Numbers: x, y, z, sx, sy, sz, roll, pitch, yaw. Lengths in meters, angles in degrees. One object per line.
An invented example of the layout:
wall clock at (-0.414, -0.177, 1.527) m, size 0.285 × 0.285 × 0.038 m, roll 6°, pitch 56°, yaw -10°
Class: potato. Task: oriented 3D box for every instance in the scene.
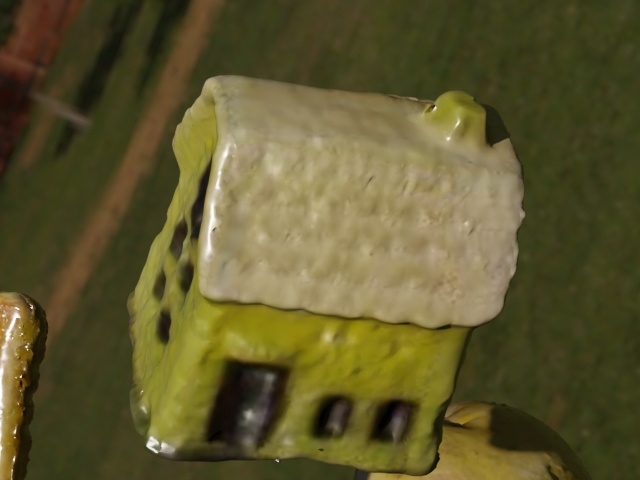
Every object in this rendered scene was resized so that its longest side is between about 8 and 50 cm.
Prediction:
potato at (0.123, 0.235, 1.575) m, size 0.242 × 0.285 × 0.243 m, roll 6°, pitch 99°, yaw 45°

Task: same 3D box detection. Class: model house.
model house at (0.000, 0.000, 1.188) m, size 0.175 × 0.193 × 0.234 m, roll -104°, pitch 25°, yaw -55°

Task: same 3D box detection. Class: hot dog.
hot dog at (-0.283, 0.186, 1.676) m, size 0.068 × 0.083 × 0.289 m, roll 61°, pitch -141°, yaw -83°

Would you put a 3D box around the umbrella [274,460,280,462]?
umbrella at (-0.094, 0.145, 1.646) m, size 0.022 × 0.149 × 0.022 m, roll -57°, pitch -17°, yaw 14°
